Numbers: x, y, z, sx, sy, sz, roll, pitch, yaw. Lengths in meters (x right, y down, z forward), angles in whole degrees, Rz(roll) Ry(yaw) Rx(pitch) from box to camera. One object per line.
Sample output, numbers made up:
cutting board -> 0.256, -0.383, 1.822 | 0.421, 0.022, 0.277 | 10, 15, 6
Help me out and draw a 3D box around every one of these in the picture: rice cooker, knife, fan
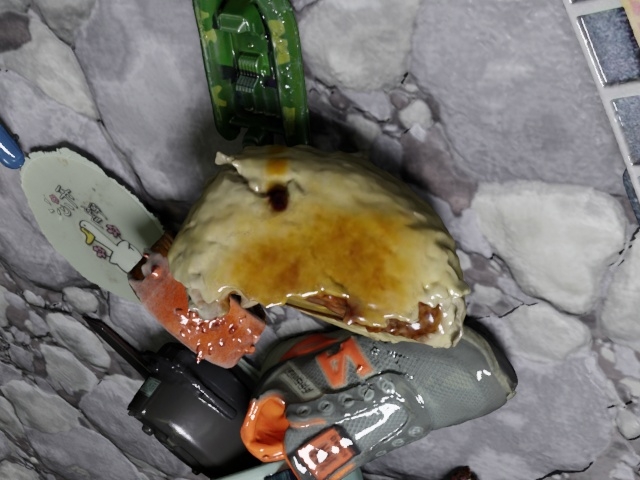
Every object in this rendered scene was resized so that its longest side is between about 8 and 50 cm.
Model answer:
rice cooker -> -0.145, 0.213, 1.153 | 0.203, 0.118, 0.142 | 47, 158, -21
knife -> -0.235, 0.178, 1.269 | 0.230, 0.028, 0.060 | 41, 151, -2
fan -> -0.202, 0.048, 1.132 | 0.414, 0.012, 0.233 | 45, 144, -9

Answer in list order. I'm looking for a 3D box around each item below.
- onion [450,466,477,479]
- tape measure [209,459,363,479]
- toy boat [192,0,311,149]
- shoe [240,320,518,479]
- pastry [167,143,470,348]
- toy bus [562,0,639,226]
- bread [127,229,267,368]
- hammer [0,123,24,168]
onion -> 0.134, 0.362, 1.106 | 0.195, 0.140, 0.218 | 14, 95, -8
tape measure -> -0.033, 0.349, 1.195 | 0.215, 0.098, 0.351 | -19, 159, 8
toy boat -> -0.062, -0.161, 0.819 | 0.104, 0.052, 0.210 | 16, 136, 25
shoe -> 0.033, 0.176, 0.969 | 0.336, 0.171, 0.132 | -14, 117, 42
pastry -> 0.007, 0.002, 0.833 | 0.255, 0.171, 0.237 | 11, 177, 3
toy bus -> 0.262, -0.092, 0.628 | 0.138, 0.097, 0.343 | -6, 122, 40
bread -> -0.128, 0.062, 0.988 | 0.160, 0.073, 0.160 | 45, -179, -1
hammer -> -0.397, -0.157, 1.045 | 0.116, 0.070, 0.194 | -11, 125, 39
